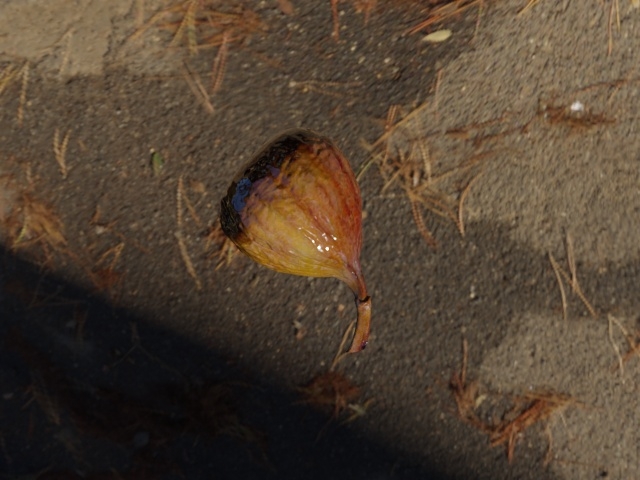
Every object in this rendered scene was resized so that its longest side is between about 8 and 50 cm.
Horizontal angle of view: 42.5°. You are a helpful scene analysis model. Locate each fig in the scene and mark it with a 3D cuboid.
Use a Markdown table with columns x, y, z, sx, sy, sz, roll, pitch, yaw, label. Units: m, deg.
| x | y | z | sx | sy | sz | roll | pitch | yaw | label |
| --- | --- | --- | --- | --- | --- | --- | --- | --- | --- |
| 0.000 | 0.000 | 0.753 | 0.134 | 0.146 | 0.201 | -39 | 79 | 4 | fig |
